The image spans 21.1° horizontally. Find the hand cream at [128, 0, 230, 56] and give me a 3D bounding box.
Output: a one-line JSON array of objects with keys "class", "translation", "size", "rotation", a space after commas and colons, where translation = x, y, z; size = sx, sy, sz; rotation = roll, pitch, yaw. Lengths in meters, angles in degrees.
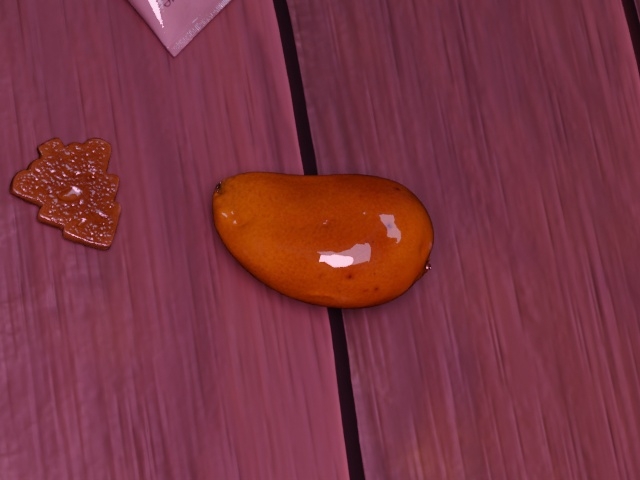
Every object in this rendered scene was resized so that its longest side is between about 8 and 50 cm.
[{"class": "hand cream", "translation": [-0.147, -0.231, 1.289], "size": [0.186, 0.054, 0.087], "rotation": [44, 73, -5]}]

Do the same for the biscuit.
[{"class": "biscuit", "translation": [-0.175, -0.033, 1.238], "size": [0.082, 0.016, 0.092], "rotation": [-31, 84, -25]}]

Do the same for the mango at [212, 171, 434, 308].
[{"class": "mango", "translation": [0.001, 0.002, 1.234], "size": [0.159, 0.084, 0.105], "rotation": [4, 56, 6]}]
